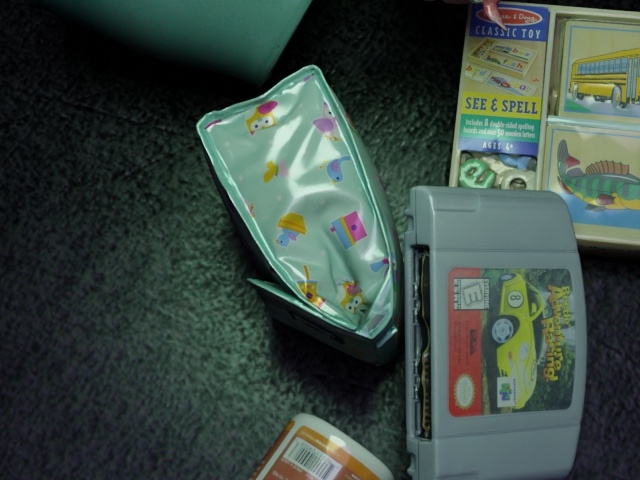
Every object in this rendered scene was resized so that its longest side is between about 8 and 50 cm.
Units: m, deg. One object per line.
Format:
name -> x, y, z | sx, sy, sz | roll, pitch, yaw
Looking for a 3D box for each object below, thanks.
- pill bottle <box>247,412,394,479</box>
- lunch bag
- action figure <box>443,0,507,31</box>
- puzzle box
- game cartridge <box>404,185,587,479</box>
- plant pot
pill bottle -> -0.035, 0.282, 1.216 | 0.121, 0.121, 0.216 | 34, 76, 10
lunch bag -> 0.000, 0.000, 1.252 | 0.160, 0.223, 0.262 | -26, 76, -2
action figure -> 0.094, -0.334, 1.312 | 0.248, 0.276, 0.370 | -30, 64, -1
puzzle box -> 0.346, -0.114, 1.361 | 0.409, 0.052, 0.272 | 5, 71, 7
game cartridge -> 0.172, 0.096, 1.242 | 0.196, 0.060, 0.294 | 0, 88, -36
plant pot -> -0.125, -0.300, 1.339 | 0.255, 0.271, 0.271 | 29, 74, -6
